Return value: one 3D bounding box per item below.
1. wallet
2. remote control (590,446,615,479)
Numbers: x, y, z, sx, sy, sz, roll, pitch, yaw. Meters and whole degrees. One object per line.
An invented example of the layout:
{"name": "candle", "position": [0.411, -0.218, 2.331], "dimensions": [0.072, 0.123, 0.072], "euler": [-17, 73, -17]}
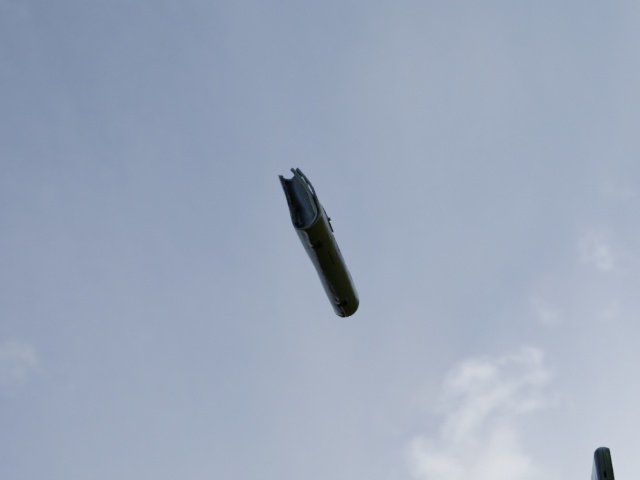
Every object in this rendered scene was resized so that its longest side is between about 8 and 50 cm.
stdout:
{"name": "wallet", "position": [0.000, 0.000, 1.325], "dimensions": [0.039, 0.110, 0.155], "euler": [-22, -45, 1]}
{"name": "remote control", "position": [0.249, 0.219, 1.042], "dimensions": [0.124, 0.018, 0.053], "euler": [66, -160, -63]}
